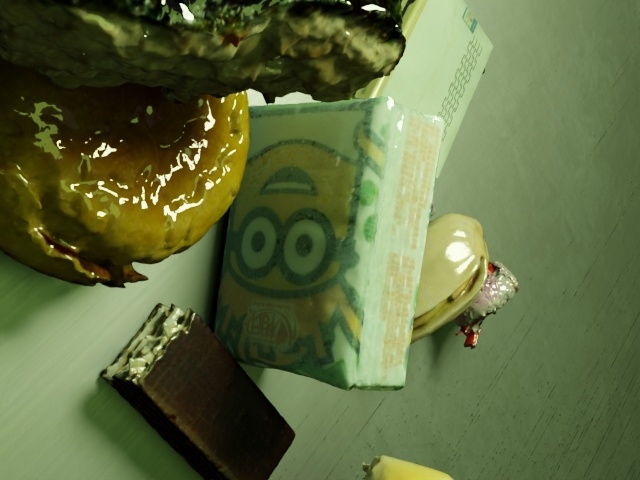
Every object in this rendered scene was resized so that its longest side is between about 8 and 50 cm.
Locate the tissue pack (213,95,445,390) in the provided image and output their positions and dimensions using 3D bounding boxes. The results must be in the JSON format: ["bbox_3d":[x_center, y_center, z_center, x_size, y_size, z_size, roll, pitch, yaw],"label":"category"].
[{"bbox_3d":[0.000,0.000,0.884,0.128,0.228,0.310,12,85,-46],"label":"tissue pack"}]

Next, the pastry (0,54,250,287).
[{"bbox_3d":[-0.204,-0.135,0.716,0.356,0.164,0.355,3,86,-45],"label":"pastry"}]

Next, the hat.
[{"bbox_3d":[0.201,0.034,1.194,0.140,0.129,0.227,-41,103,-17],"label":"hat"}]

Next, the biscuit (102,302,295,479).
[{"bbox_3d":[-0.132,0.184,0.873,0.106,0.070,0.252,-54,127,-29],"label":"biscuit"}]

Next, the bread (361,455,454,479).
[{"bbox_3d":[0.155,0.447,0.978,0.245,0.329,0.423,-15,134,-8],"label":"bread"}]

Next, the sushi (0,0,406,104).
[{"bbox_3d":[-0.094,-0.196,0.576,0.350,0.211,0.170,-1,95,-43],"label":"sushi"}]

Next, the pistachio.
[{"bbox_3d":[0.152,0.055,1.090,0.223,0.152,0.126,-49,127,-13],"label":"pistachio"}]

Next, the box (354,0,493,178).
[{"bbox_3d":[0.162,-0.249,1.161,0.211,0.045,0.270,41,64,-39],"label":"box"}]

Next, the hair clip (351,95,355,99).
[{"bbox_3d":[0.066,-0.134,1.079,0.188,0.033,0.060,50,61,-38],"label":"hair clip"}]
